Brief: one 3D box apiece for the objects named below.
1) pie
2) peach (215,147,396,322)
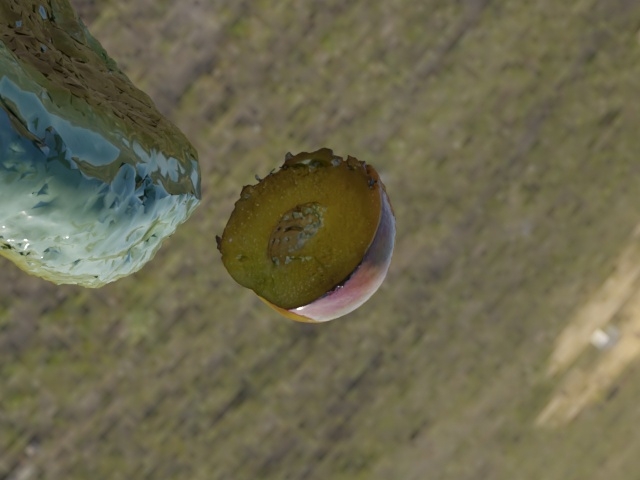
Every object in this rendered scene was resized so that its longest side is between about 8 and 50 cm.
[{"bbox_3d":[-0.152,-0.103,0.630,0.067,0.302,0.302,-42,167,6],"label":"pie"},{"bbox_3d":[-0.001,0.001,1.053,0.098,0.098,0.061,-48,144,-2],"label":"peach"}]
